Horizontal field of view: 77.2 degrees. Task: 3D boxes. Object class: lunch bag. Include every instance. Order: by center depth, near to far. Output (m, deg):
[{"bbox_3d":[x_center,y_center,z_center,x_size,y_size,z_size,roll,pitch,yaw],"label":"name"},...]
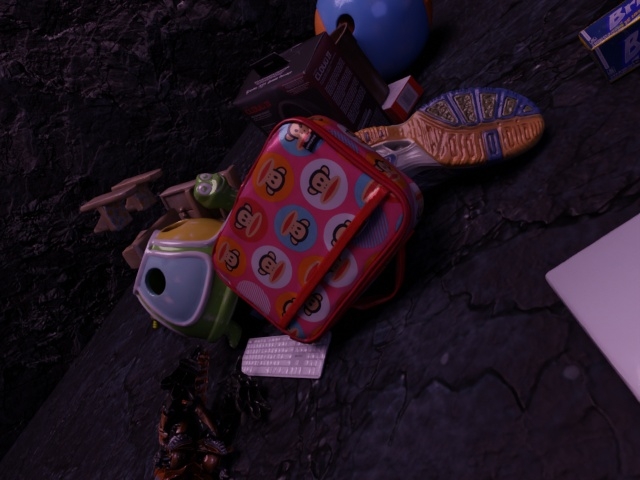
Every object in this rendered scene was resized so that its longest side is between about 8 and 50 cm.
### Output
[{"bbox_3d":[0.000,0.000,0.578,0.293,0.258,0.120,-56,-10,28],"label":"lunch bag"}]

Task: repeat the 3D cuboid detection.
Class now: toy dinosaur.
[{"bbox_3d":[-0.216,0.302,0.663,0.322,0.164,0.218,51,120,43],"label":"toy dinosaur"}]

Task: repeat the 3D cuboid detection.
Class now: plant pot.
[{"bbox_3d":[0.054,-0.356,0.897,0.167,0.165,0.167,-39,29,26],"label":"plant pot"}]

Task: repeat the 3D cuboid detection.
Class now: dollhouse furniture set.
[{"bbox_3d":[-0.386,-0.045,1.172,0.256,0.362,0.394,-14,26,14],"label":"dollhouse furniture set"}]

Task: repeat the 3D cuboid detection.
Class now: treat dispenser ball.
[{"bbox_3d":[0.128,-0.540,0.991,0.288,0.288,0.288,-39,28,26],"label":"treat dispenser ball"}]

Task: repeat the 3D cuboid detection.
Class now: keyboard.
[{"bbox_3d":[-0.071,0.198,0.691,0.256,0.014,0.072,-21,40,49],"label":"keyboard"}]

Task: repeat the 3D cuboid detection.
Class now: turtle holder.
[{"bbox_3d":[-0.241,0.050,0.827,0.243,0.227,0.320,-92,26,-51],"label":"turtle holder"}]

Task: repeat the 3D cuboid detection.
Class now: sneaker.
[{"bbox_3d":[0.170,-0.134,0.607,0.296,0.131,0.112,-7,76,27],"label":"sneaker"}]

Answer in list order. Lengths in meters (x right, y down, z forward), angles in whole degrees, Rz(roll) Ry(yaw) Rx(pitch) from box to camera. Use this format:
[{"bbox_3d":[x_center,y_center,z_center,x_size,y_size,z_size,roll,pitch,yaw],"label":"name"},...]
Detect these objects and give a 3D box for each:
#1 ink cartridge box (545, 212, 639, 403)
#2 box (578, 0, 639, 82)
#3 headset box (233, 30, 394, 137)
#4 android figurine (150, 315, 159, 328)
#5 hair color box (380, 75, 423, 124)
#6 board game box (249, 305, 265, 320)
[{"bbox_3d":[0.312,0.030,0.213,0.275,0.060,0.239,-41,26,22],"label":"ink cartridge box"},{"bbox_3d":[0.394,-0.261,0.447,0.169,0.059,0.054,-33,32,36],"label":"box"},{"bbox_3d":[-0.015,-0.261,0.819,0.218,0.293,0.110,0,59,44],"label":"headset box"},{"bbox_3d":[-0.523,0.153,1.335,0.248,0.056,0.273,-133,51,-77],"label":"android figurine"},{"bbox_3d":[0.149,-0.311,0.934,0.093,0.053,0.167,-58,27,-11],"label":"hair color box"},{"bbox_3d":[-0.086,0.050,0.879,0.160,0.039,0.211,-43,28,21],"label":"board game box"}]
